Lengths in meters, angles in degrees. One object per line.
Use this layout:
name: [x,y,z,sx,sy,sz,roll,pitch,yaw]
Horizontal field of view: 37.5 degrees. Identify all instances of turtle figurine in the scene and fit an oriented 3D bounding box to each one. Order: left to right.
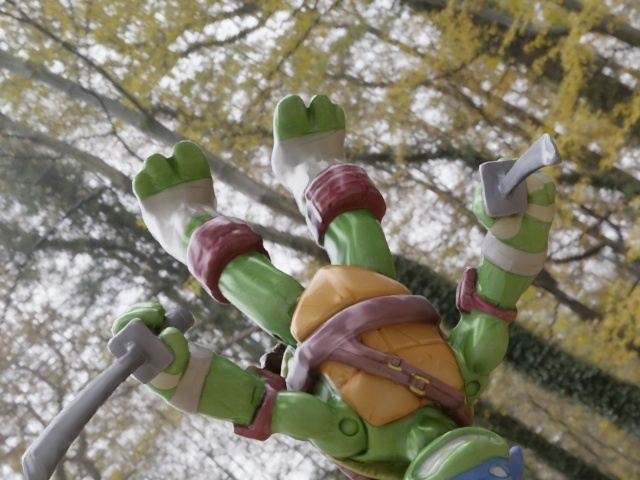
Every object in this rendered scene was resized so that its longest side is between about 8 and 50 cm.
turtle figurine: [0.000,0.000,0.459,0.198,0.266,0.275,-48,-47,9]
